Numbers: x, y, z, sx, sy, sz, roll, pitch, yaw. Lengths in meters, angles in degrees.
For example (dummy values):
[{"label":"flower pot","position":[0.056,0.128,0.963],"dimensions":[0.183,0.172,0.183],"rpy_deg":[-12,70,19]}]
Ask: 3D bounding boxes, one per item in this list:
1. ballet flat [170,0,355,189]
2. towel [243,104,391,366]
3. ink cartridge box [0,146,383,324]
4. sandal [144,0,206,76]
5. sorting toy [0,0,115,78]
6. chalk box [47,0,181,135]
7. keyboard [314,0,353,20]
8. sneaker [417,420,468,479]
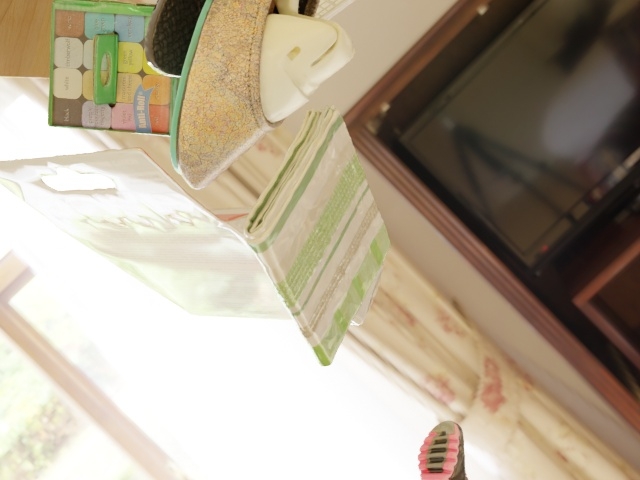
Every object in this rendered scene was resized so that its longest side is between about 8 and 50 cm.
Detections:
[{"label":"ballet flat","position":[-0.020,-0.182,0.784],"dimensions":[0.107,0.106,0.316],"rpy_deg":[33,-109,-72]},{"label":"towel","position":[0.000,0.000,0.706],"dimensions":[0.113,0.023,0.152],"rpy_deg":[-60,-32,-27]},{"label":"ink cartridge box","position":[-0.158,-0.024,1.249],"dimensions":[0.308,0.385,0.091],"rpy_deg":[0,60,42]},{"label":"sandal","position":[-0.097,-0.200,0.843],"dimensions":[0.040,0.067,0.179],"rpy_deg":[-4,59,38]},{"label":"sorting toy","position":[-0.354,-0.316,1.206],"dimensions":[0.255,0.089,0.257],"rpy_deg":[-5,-48,-41]},{"label":"chalk box","position":[-0.206,-0.182,1.119],"dimensions":[0.213,0.132,0.132],"rpy_deg":[-107,22,-77]},{"label":"keyboard","position":[0.035,-0.326,1.341],"dimensions":[0.256,0.072,0.014],"rpy_deg":[-38,-38,-13]},{"label":"sneaker","position":[0.125,0.234,1.036],"dimensions":[0.047,0.057,0.119],"rpy_deg":[-1,79,47]}]
